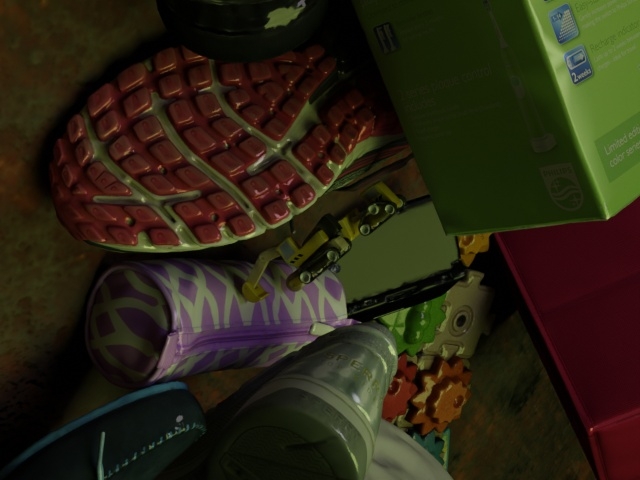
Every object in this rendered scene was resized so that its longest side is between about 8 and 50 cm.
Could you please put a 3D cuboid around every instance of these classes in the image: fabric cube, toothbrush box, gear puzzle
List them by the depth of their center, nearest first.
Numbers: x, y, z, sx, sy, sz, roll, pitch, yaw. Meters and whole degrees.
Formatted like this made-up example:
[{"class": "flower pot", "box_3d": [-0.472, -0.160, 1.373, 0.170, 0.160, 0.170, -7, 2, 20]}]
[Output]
[{"class": "toothbrush box", "box_3d": [0.123, -0.173, 0.526, 0.206, 0.122, 0.283, -32, 106, -33]}, {"class": "gear puzzle", "box_3d": [0.111, 0.108, 0.910, 0.175, 0.044, 0.339, 12, 101, -40]}, {"class": "fabric cube", "box_3d": [0.354, 0.079, 0.974, 0.258, 0.259, 0.254, -23, 147, 6]}]

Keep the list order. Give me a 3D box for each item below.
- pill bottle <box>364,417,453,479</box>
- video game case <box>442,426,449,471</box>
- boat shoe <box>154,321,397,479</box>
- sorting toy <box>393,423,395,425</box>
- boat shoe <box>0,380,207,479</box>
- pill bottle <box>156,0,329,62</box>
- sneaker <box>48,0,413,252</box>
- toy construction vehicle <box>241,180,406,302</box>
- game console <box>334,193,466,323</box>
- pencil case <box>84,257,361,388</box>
[{"class": "pill bottle", "box_3d": [-0.026, 0.312, 0.817, 0.318, 0.176, 0.176, -49, 150, 17]}, {"class": "video game case", "box_3d": [0.081, 0.285, 1.023, 0.166, 0.015, 0.119, -37, 143, -28]}, {"class": "boat shoe", "box_3d": [-0.047, 0.163, 0.671, 0.103, 0.118, 0.320, -51, 179, -42]}, {"class": "sorting toy", "box_3d": [0.019, 0.306, 1.019, 0.274, 0.046, 0.132, -49, 147, -12]}, {"class": "boat shoe", "box_3d": [-0.168, 0.189, 0.575, 0.258, 0.089, 0.109, -39, 156, 4]}, {"class": "pill bottle", "box_3d": [-0.041, -0.184, 0.410, 0.123, 0.123, 0.219, -42, 158, -21]}, {"class": "sneaker", "box_3d": [-0.021, -0.061, 0.581, 0.299, 0.121, 0.112, -24, 167, -29]}, {"class": "toy construction vehicle", "box_3d": [0.000, 0.000, 0.613, 0.098, 0.035, 0.086, -39, 179, 30]}, {"class": "game console", "box_3d": [0.054, 0.021, 0.804, 0.122, 0.071, 0.107, -17, 166, -13]}, {"class": "pencil case", "box_3d": [-0.062, 0.056, 0.649, 0.206, 0.088, 0.086, 0, 116, -52]}]
